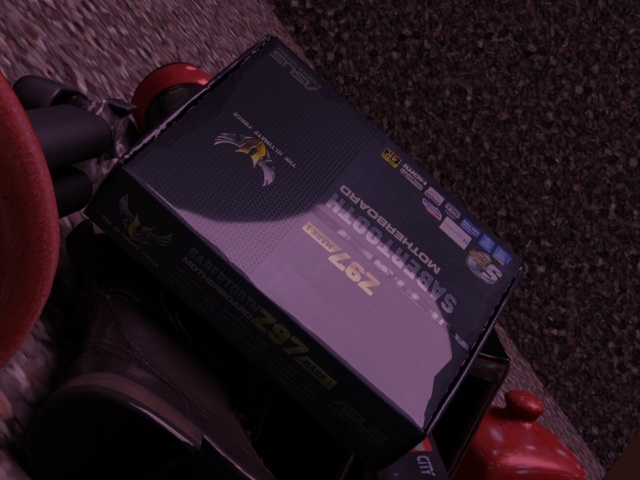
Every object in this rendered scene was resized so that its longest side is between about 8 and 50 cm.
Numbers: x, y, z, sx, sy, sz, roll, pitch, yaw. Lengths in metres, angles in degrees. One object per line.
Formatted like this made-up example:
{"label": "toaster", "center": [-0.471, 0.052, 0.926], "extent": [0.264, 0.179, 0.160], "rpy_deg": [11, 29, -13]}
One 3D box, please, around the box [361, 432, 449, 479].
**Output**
{"label": "box", "center": [0.061, 0.239, 0.684], "extent": [0.233, 0.044, 0.159], "rpy_deg": [-107, -163, -62]}

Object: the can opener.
{"label": "can opener", "center": [-0.189, -0.060, 0.791], "extent": [0.095, 0.076, 0.283], "rpy_deg": [21, 11, 3]}

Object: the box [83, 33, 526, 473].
{"label": "box", "center": [0.000, 0.000, 0.752], "extent": [0.233, 0.059, 0.183], "rpy_deg": [42, 43, -1]}

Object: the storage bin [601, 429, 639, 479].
{"label": "storage bin", "center": [0.279, 0.304, 0.892], "extent": [0.260, 0.262, 0.123], "rpy_deg": [32, 11, -9]}

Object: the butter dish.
{"label": "butter dish", "center": [0.149, 0.179, 1.013], "extent": [0.160, 0.118, 0.160], "rpy_deg": [15, 13, -30]}

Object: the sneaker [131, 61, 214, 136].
{"label": "sneaker", "center": [-0.065, -0.041, 1.146], "extent": [0.276, 0.098, 0.135], "rpy_deg": [45, 13, -31]}

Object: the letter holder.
{"label": "letter holder", "center": [0.008, 0.091, 0.972], "extent": [0.152, 0.214, 0.302], "rpy_deg": [18, 21, -12]}

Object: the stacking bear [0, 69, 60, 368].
{"label": "stacking bear", "center": [-0.210, -0.071, 0.458], "extent": [0.164, 0.175, 0.289], "rpy_deg": [41, 8, -43]}

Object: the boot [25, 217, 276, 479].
{"label": "boot", "center": [-0.055, 0.110, 0.702], "extent": [0.263, 0.091, 0.229], "rpy_deg": [48, 12, -16]}
